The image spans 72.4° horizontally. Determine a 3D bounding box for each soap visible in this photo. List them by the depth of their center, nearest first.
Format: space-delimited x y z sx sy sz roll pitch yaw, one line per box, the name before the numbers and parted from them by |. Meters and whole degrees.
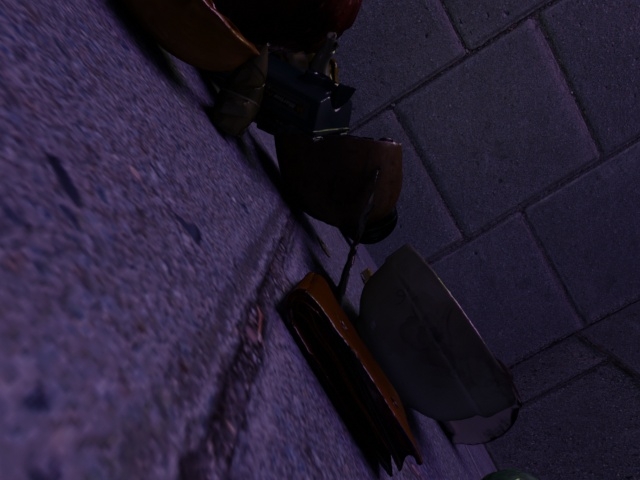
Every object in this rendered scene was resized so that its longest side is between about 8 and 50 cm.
soap | 0.210 0.207 1.411 0.252 0.037 0.092 57 8 -15

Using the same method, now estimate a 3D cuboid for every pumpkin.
pumpkin | 0.166 -0.121 1.751 0.315 0.238 0.316 159 -90 -82

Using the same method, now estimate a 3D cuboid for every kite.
kite | 0.053 0.009 0.695 0.268 0.013 0.323 105 3 -57

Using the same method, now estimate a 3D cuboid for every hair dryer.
hair dryer | -0.058 -0.289 0.814 0.225 0.218 0.089 66 31 -64

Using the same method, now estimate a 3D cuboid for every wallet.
wallet | 0.029 0.126 0.458 0.196 0.042 0.161 57 2 1

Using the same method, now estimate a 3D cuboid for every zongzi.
zongzi | -0.109 -0.228 0.642 0.062 0.131 0.154 23 18 -17

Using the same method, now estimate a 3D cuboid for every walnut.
walnut | -0.173 -0.271 0.506 0.211 0.087 0.167 47 9 -11

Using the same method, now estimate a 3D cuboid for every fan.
fan | 0.003 0.006 0.931 0.080 0.003 0.060 56 6 -24

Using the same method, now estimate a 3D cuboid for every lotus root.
lotus root | 0.035 -0.131 0.879 0.272 0.271 0.192 -99 -172 -73

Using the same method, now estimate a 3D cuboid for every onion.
onion | -0.093 -0.548 0.753 0.397 0.421 0.398 17 17 -5

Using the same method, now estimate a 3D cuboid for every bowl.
bowl | 0.171 0.171 0.745 0.307 0.163 0.307 57 7 -10

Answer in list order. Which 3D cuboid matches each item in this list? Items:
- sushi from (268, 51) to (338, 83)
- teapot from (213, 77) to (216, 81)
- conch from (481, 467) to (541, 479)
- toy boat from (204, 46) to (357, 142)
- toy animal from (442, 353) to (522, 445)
sushi | -0.064 -0.491 1.455 0.328 0.285 0.328 59 6 4
teapot | -0.184 -0.322 0.845 0.067 0.057 0.083 30 -2 6
conch | 0.190 0.321 0.424 0.188 0.121 0.176 0 80 -80
toy boat | -0.088 -0.245 0.728 0.296 0.122 0.114 32 30 23
toy animal | 0.388 0.376 1.199 0.251 0.250 0.310 57 14 -15
